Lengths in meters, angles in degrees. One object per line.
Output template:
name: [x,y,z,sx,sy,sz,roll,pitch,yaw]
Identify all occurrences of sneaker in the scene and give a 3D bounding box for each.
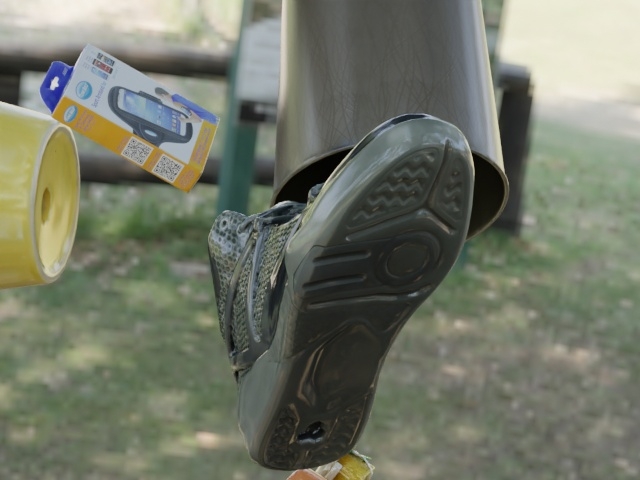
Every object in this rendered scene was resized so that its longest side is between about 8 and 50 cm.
sneaker: [0.000,0.000,0.926,0.087,0.227,0.130,-4,50,-23]

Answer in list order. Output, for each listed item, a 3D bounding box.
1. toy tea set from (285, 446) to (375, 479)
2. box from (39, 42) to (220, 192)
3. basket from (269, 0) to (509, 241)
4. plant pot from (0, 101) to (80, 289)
toy tea set: [0.006,0.322,1.961,0.124,0.200,0.336,39,16,11]
box: [-0.147,-0.098,1.426,0.136,0.028,0.081,31,34,-13]
basket: [0.042,-0.125,1.260,0.154,0.226,0.204,2,-23,-7]
plant pot: [-0.373,-0.046,1.831,0.239,0.254,0.254,5,18,9]
